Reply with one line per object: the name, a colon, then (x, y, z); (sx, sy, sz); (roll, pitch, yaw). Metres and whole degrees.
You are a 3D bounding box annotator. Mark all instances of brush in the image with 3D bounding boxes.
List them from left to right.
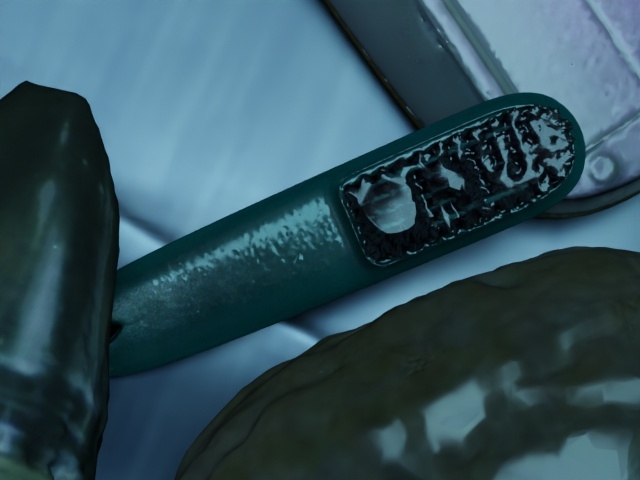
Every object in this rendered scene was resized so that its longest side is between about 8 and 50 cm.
brush: (0.000, 0.000, 0.625); (0.193, 0.032, 0.043); (-23, 91, 0)

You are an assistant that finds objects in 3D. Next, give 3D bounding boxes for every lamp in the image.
lamp: (-0.117, 0.062, 0.580); (0.101, 0.101, 0.250); (19, 70, -3)

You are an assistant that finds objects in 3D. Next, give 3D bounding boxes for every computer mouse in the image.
computer mouse: (0.054, -0.124, 0.669); (0.126, 0.056, 0.245); (-35, 90, -9)

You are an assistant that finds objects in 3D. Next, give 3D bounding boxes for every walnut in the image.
walnut: (0.049, 0.101, 0.565); (0.230, 0.178, 0.178); (-20, 80, -7)
